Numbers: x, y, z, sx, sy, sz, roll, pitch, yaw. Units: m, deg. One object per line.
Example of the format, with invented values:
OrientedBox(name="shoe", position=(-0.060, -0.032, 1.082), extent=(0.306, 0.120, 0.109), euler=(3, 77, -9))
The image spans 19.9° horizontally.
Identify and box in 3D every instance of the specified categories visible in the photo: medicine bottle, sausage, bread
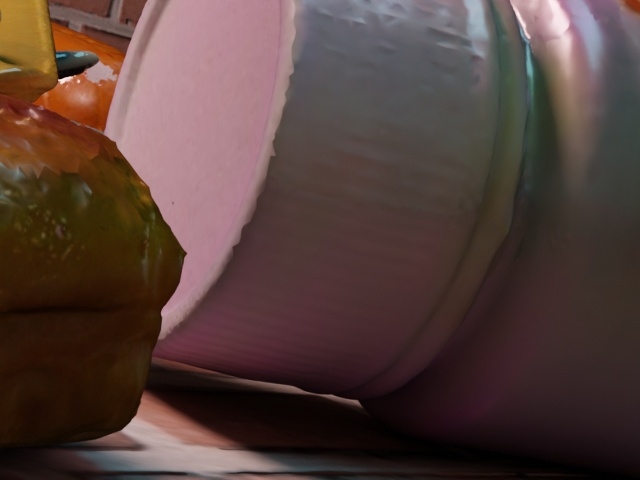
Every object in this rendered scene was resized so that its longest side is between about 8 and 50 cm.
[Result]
OrientedBox(name="medicine bottle", position=(0.112, -0.009, 0.809), extent=(0.388, 0.219, 0.219), euler=(12, 6, -25))
OrientedBox(name="sausage", position=(-0.239, -0.117, 1.429), extent=(0.258, 0.133, 0.133), euler=(21, 7, 34))
OrientedBox(name="bread", position=(-0.216, -0.009, 0.492), extent=(0.185, 0.109, 0.380), euler=(20, 9, 37))

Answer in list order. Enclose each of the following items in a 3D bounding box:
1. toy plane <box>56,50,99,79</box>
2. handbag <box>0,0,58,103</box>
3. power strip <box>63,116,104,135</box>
OrientedBox(name="toy plane", position=(-0.243, -0.067, 1.022), extent=(0.262, 0.088, 0.192), euler=(-5, 19, -33))
OrientedBox(name="handbag", position=(-0.279, -0.127, 0.895), extent=(0.283, 0.133, 0.401), euler=(4, 29, -13))
OrientedBox(name="power strip", position=(-0.148, -0.042, 1.242), extent=(0.194, 0.059, 0.265), euler=(22, 7, 20))
